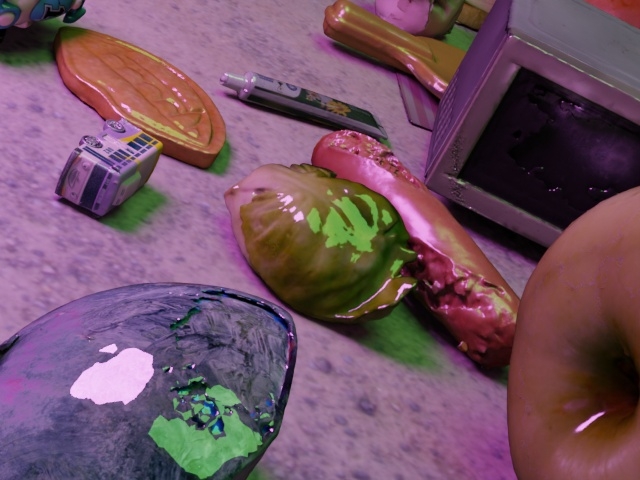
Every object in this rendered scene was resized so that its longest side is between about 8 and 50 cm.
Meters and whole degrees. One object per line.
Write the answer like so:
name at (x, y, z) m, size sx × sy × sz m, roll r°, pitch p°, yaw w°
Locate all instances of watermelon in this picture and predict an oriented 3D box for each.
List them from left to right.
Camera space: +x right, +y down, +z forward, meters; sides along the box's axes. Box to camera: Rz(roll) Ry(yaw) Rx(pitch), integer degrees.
watermelon at (-0.132, 0.096, 0.838) m, size 0.175 × 0.188 × 0.322 m, roll 28°, pitch 22°, yaw -9°

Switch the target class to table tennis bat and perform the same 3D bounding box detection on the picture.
table tennis bat at (0.148, -0.218, 1.755) m, size 0.320 × 0.050 × 0.198 m, roll 22°, pitch 27°, yaw -18°

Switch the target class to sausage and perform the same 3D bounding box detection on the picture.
sausage at (0.085, -0.008, 1.321) m, size 0.079 × 0.087 × 0.327 m, roll -28°, pitch 54°, yaw -16°

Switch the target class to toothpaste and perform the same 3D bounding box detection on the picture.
toothpaste at (-0.016, -0.148, 1.520) m, size 0.204 × 0.031 × 0.049 m, roll 14°, pitch 32°, yaw -28°

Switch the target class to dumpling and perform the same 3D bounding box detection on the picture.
dumpling at (0.125, -0.325, 1.866) m, size 0.136 × 0.118 × 0.199 m, roll 29°, pitch -1°, yaw 19°

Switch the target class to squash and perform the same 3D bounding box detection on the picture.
squash at (0.202, -0.377, 2.099) m, size 0.219 × 0.041 × 0.219 m, roll 26°, pitch 27°, yaw -15°

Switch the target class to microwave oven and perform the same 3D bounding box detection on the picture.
microwave oven at (0.313, -0.097, 1.534) m, size 0.354 × 0.218 × 0.286 m, roll 26°, pitch 26°, yaw -5°

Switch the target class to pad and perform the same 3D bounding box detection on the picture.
pad at (0.231, -0.146, 1.766) m, size 0.299 × 0.005 × 0.202 m, roll 20°, pitch 29°, yaw -17°

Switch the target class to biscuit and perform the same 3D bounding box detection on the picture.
biscuit at (-0.173, -0.145, 1.375) m, size 0.220 × 0.029 × 0.142 m, roll 41°, pitch 30°, yaw 23°

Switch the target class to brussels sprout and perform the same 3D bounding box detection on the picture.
brussels sprout at (0.000, -0.003, 1.232) m, size 0.181 × 0.100 × 0.139 m, roll 46°, pitch 49°, yaw 5°

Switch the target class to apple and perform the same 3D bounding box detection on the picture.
apple at (0.323, 0.121, 1.056) m, size 0.357 × 0.357 × 0.357 m, roll 22°, pitch 28°, yaw -12°

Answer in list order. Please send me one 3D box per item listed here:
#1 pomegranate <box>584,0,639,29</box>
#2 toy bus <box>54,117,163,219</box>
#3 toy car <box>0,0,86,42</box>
pomegranate at (0.455, -0.392, 2.017) m, size 0.411 × 0.412 × 0.411 m, roll 22°, pitch 28°, yaw -12°
toy bus at (-0.180, -0.062, 1.206) m, size 0.058 × 0.052 × 0.102 m, roll 30°, pitch 26°, yaw 4°
toy car at (-0.270, -0.243, 1.352) m, size 0.098 × 0.126 × 0.161 m, roll 26°, pitch 35°, yaw -11°
